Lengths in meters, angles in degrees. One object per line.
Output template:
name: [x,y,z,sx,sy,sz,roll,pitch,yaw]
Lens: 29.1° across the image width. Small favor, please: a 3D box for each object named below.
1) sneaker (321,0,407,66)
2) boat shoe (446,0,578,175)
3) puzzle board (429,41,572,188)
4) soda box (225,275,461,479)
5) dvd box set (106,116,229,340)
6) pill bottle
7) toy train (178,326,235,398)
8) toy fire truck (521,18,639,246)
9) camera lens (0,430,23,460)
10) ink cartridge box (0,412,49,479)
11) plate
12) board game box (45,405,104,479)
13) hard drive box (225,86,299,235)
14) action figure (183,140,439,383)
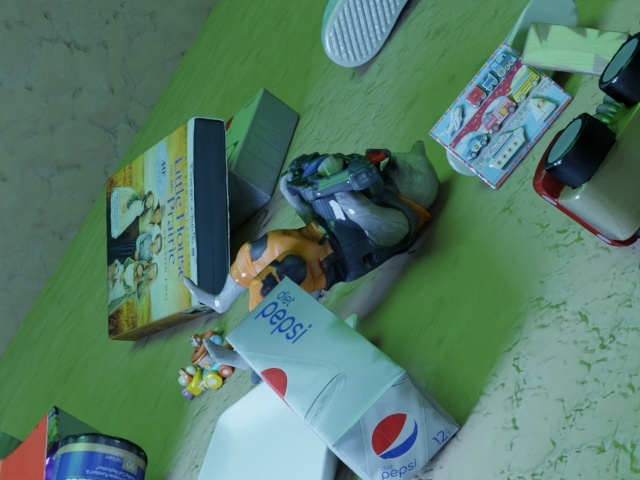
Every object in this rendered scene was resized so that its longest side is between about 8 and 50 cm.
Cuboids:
sneaker: [0.111,-0.460,2.032,0.366,0.135,0.150,-51,20,7]
boat shoe: [0.215,-0.170,1.371,0.227,0.079,0.081,-59,-6,1]
puzzle board: [0.192,-0.134,1.319,0.128,0.096,0.011,-51,-13,12]
soda box: [0.012,0.135,1.195,0.098,0.091,0.286,-45,28,-5]
dvd box set: [-0.267,-0.006,2.083,0.420,0.062,0.308,-21,69,59]
pill bottle: [-0.301,0.371,1.595,0.123,0.123,0.219,-35,40,47]
toy train: [-0.162,0.161,1.766,0.166,0.046,0.125,-24,36,59]
toy fire truck: [0.253,-0.119,1.078,0.217,0.158,0.246,-56,6,-2]
camera lens: [-0.573,0.463,1.995,0.219,0.219,0.274,-30,30,53]
ink cartridge box: [-0.509,0.435,1.653,0.385,0.091,0.308,-42,35,29]
plate: [-0.052,0.246,1.338,0.277,0.045,0.278,-39,23,38]
board game box: [-0.405,0.407,1.788,0.275,0.142,0.144,-55,19,2]
hard drive box: [-0.144,-0.127,2.162,0.181,0.089,0.232,-39,23,39]
action figure: [0.000,0.000,1.464,0.330,0.178,0.341,-36,11,2]
